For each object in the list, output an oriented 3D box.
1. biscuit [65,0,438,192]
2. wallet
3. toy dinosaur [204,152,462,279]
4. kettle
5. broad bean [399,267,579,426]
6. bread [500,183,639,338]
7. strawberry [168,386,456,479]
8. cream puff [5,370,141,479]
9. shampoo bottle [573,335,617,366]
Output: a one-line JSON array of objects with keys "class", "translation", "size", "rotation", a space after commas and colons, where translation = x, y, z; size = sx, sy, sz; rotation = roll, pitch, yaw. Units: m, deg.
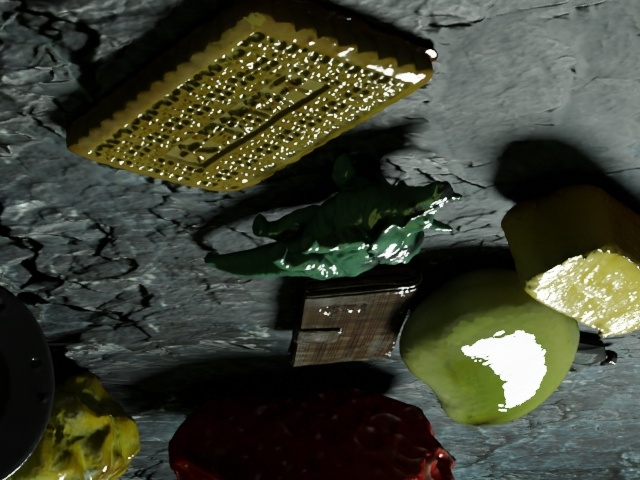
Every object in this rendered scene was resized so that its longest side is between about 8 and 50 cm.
[{"class": "biscuit", "translation": [-0.054, -0.097, 1.007], "size": [0.172, 0.029, 0.254], "rotation": [13, 152, -37]}, {"class": "wallet", "translation": [0.032, 0.082, 1.461], "size": [0.124, 0.042, 0.230], "rotation": [-5, 160, -8]}, {"class": "toy dinosaur", "translation": [-0.010, -0.005, 1.188], "size": [0.292, 0.079, 0.120], "rotation": [-13, 156, 30]}, {"class": "kettle", "translation": [-0.424, 0.150, 1.327], "size": [0.251, 0.207, 0.271], "rotation": [-26, -170, -37]}, {"class": "broad bean", "translation": [0.181, 0.114, 1.469], "size": [0.189, 0.121, 0.263], "rotation": [-11, 156, 7]}, {"class": "bread", "translation": [0.252, 0.015, 1.272], "size": [0.102, 0.094, 0.245], "rotation": [-27, 151, 26]}, {"class": "strawberry", "translation": [-0.019, 0.301, 1.775], "size": [0.345, 0.295, 0.317], "rotation": [31, 174, 0]}, {"class": "cream puff", "translation": [-0.354, 0.254, 1.629], "size": [0.282, 0.185, 0.282], "rotation": [-36, 171, -6]}, {"class": "shampoo bottle", "translation": [0.308, 0.130, 1.657], "size": [0.137, 0.027, 0.048], "rotation": [15, 143, -41]}]
